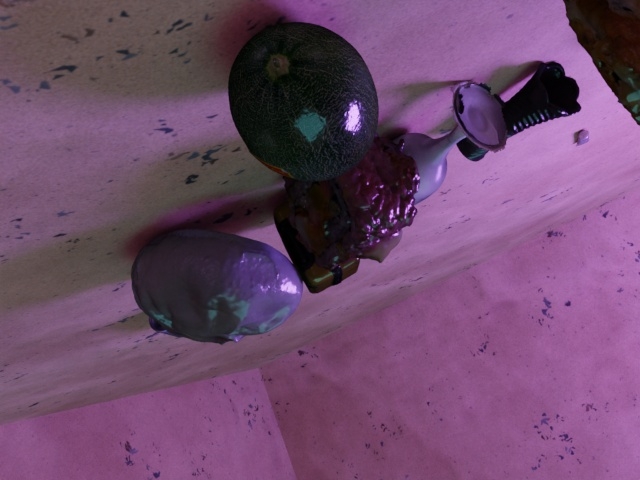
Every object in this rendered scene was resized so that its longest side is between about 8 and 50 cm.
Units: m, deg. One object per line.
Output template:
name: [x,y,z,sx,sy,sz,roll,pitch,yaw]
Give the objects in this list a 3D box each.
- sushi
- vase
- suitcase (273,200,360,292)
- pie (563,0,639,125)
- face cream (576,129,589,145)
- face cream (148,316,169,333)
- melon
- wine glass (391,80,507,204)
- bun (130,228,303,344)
sushi: [0.059,-0.067,1.379,0.171,0.236,0.270,-23,166,-30]
vase: [0.366,-0.234,1.455,0.115,0.115,0.237,-10,166,-38]
suitcase: [0.000,0.000,1.602,0.143,0.194,0.235,-27,171,-5]
pie: [0.445,-0.276,0.997,0.355,0.288,0.103,-12,162,-33]
face cream: [0.675,-0.261,1.959,0.038,0.020,0.115,-25,167,15]
face cream: [-0.413,0.233,2.159,0.075,0.075,0.229,-21,166,2]
melon: [-0.020,-0.171,0.952,0.182,0.182,0.287,-22,164,5]
wine glass: [0.199,-0.160,1.417,0.143,0.143,0.321,-11,166,-36]
bun: [-0.209,0.104,1.528,0.354,0.194,0.354,7,162,2]
